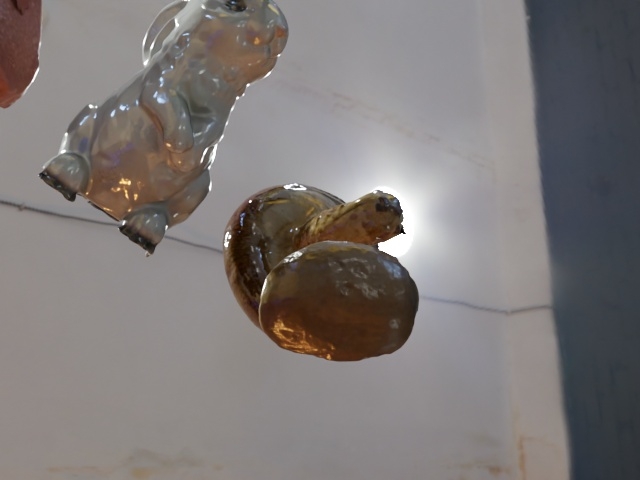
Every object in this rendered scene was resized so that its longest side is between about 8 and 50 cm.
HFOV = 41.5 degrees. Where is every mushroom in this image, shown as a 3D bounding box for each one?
[{"bbox_3d":[-0.017,0.008,1.260,0.267,0.267,0.255,-12,-56,-48],"label":"mushroom"}]

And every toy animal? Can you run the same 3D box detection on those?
[{"bbox_3d":[-0.187,-0.171,1.088,0.194,0.258,0.357,36,-93,-26],"label":"toy animal"}]

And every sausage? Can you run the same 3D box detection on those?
[{"bbox_3d":[-0.445,-0.310,1.118,0.152,0.152,0.280,6,-99,-46],"label":"sausage"}]

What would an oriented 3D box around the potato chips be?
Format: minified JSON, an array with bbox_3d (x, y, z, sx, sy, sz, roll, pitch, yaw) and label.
[{"bbox_3d":[0.028,0.075,1.043,0.201,0.049,0.150,10,-93,-13],"label":"potato chips"}]
